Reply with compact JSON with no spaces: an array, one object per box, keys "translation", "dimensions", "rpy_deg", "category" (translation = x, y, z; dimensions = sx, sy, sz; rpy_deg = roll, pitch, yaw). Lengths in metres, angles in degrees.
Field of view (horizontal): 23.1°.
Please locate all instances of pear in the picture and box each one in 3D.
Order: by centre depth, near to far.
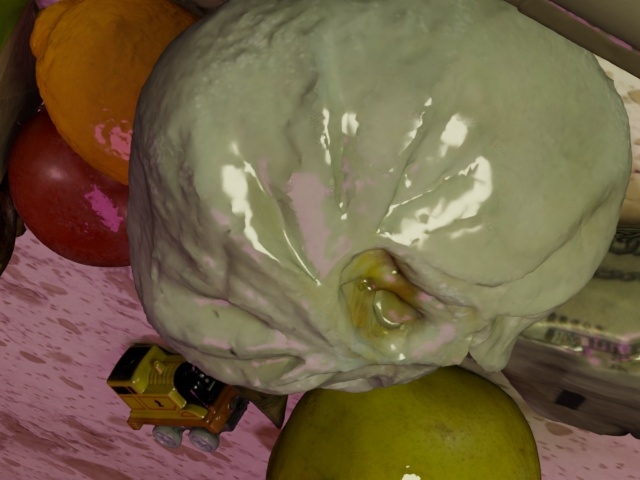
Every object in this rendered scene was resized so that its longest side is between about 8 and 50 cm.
[{"translation":[0.097,0.291,1.625],"dimensions":[0.287,0.287,0.375],"rpy_deg":[-13,104,53],"category":"pear"}]

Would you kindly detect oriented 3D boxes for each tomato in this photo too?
[{"translation":[-0.180,-0.050,1.335],"dimensions":[0.167,0.167,0.167],"rpy_deg":[19,156,9],"category":"tomato"}]

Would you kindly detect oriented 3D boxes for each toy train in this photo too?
[{"translation":[-0.175,0.189,1.932],"dimensions":[0.219,0.089,0.127],"rpy_deg":[-4,135,48],"category":"toy train"}]

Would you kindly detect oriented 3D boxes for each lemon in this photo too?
[{"translation":[-0.140,-0.119,1.182],"dimensions":[0.187,0.142,0.142],"rpy_deg":[37,157,4],"category":"lemon"}]

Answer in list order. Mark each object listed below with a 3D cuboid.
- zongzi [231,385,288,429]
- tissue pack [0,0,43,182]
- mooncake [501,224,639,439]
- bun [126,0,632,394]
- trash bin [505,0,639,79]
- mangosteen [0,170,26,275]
[{"translation":[-0.028,0.102,1.540],"dimensions":[0.205,0.094,0.204],"rpy_deg":[-10,111,47],"category":"zongzi"},{"translation":[-0.393,-0.134,1.294],"dimensions":[0.274,0.200,0.167],"rpy_deg":[20,158,7],"category":"tissue pack"},{"translation":[0.255,0.073,1.241],"dimensions":[0.250,0.136,0.254],"rpy_deg":[9,158,33],"category":"mooncake"},{"translation":[0.046,-0.021,1.016],"dimensions":[0.354,0.194,0.354],"rpy_deg":[-10,136,-10],"category":"bun"},{"translation":[0.186,-0.191,0.599],"dimensions":[0.220,0.250,0.219],"rpy_deg":[28,157,-11],"category":"trash bin"},{"translation":[-0.382,-0.014,1.589],"dimensions":[0.192,0.192,0.217],"rpy_deg":[8,177,30],"category":"mangosteen"}]
